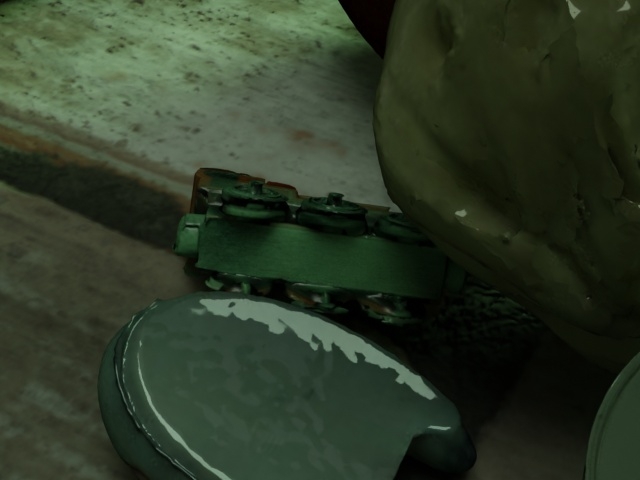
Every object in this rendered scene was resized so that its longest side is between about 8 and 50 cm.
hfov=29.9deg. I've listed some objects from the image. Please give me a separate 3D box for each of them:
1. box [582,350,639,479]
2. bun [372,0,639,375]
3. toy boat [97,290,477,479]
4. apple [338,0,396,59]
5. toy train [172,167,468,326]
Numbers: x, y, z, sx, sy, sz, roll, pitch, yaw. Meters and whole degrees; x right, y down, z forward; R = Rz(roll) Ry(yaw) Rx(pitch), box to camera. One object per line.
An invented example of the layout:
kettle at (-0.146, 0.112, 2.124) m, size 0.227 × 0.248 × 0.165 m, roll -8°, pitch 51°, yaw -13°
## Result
box at (0.218, 0.157, 0.520) m, size 0.226 × 0.149 × 0.226 m, roll -1°, pitch 46°, yaw 1°
bun at (0.216, -0.067, 0.616) m, size 0.361 × 0.326 × 0.235 m, roll 16°, pitch 41°, yaw -16°
toy boat at (-0.025, 0.106, 0.648) m, size 0.207 × 0.079 × 0.134 m, roll 23°, pitch 54°, yaw 8°
apple at (0.137, -0.232, 0.841) m, size 0.288 × 0.288 × 0.317 m, roll -8°, pitch 53°, yaw -8°
toy train at (0.000, 0.000, 0.731) m, size 0.175 × 0.074 × 0.118 m, roll 7°, pitch 12°, yaw -5°
